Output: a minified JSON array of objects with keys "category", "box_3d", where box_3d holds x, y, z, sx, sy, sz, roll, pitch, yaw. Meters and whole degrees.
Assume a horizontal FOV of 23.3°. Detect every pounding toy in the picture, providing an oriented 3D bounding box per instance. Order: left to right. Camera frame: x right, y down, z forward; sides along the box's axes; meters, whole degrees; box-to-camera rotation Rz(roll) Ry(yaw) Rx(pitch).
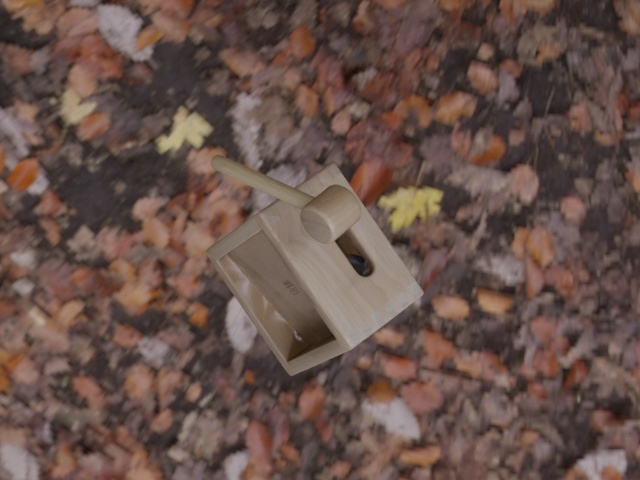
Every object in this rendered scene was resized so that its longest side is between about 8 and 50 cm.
[{"category":"pounding toy","box_3d":[-0.003,-0.009,1.213,0.181,0.094,0.206,56,152,-1]}]
